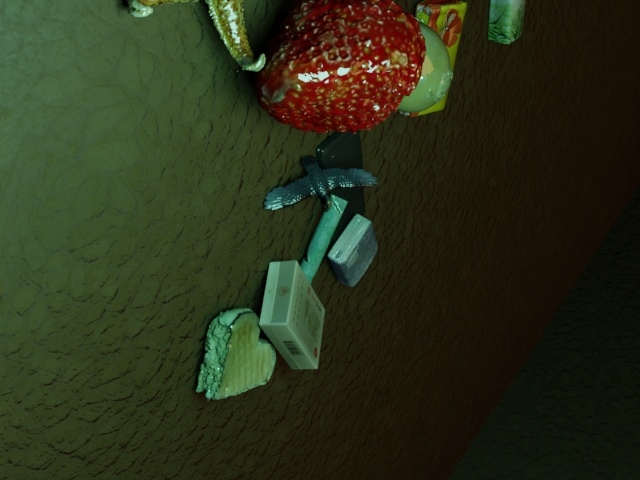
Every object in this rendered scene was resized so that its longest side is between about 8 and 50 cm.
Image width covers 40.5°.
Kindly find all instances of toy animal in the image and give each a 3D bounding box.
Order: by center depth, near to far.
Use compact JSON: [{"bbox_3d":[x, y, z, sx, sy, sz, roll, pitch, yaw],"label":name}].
[{"bbox_3d":[-0.004,-0.101,1.572,0.220,0.108,0.062,-13,133,-13],"label":"toy animal"}]

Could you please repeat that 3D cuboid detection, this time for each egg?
[{"bbox_3d":[0.166,-0.327,1.631,0.164,0.164,0.201,-58,149,-14],"label":"egg"}]

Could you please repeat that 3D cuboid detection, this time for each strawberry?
[{"bbox_3d":[0.024,-0.260,1.343,0.261,0.261,0.257,63,37,-54],"label":"strawberry"}]

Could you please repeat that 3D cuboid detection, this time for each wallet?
[{"bbox_3d":[0.048,-0.115,1.719,0.124,0.025,0.244,-45,143,-33],"label":"wallet"},{"bbox_3d":[0.233,-0.378,1.795,0.141,0.067,0.241,-24,130,-47],"label":"wallet"}]

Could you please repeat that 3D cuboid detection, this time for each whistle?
[{"bbox_3d":[0.000,0.000,1.688,0.039,0.039,0.186,-1,119,-58],"label":"whistle"}]

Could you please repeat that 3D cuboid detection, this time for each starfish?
[{"bbox_3d":[-0.130,-0.374,1.176,0.312,0.113,0.303,-43,142,-40],"label":"starfish"}]

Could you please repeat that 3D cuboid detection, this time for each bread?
[{"bbox_3d":[-0.160,0.221,1.578,0.172,0.064,0.232,-56,149,-24],"label":"bread"}]

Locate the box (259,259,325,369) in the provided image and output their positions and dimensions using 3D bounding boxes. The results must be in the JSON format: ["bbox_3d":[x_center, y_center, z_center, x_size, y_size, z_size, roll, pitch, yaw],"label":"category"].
[{"bbox_3d":[-0.050,0.146,1.657,0.201,0.058,0.141,61,31,-54],"label":"box"}]

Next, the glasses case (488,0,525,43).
[{"bbox_3d":[0.437,-0.594,1.975,0.095,0.062,0.272,-42,142,-36],"label":"glasses case"}]

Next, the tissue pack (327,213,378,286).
[{"bbox_3d":[0.069,0.024,1.801,0.112,0.051,0.156,-56,160,-13],"label":"tissue pack"}]
